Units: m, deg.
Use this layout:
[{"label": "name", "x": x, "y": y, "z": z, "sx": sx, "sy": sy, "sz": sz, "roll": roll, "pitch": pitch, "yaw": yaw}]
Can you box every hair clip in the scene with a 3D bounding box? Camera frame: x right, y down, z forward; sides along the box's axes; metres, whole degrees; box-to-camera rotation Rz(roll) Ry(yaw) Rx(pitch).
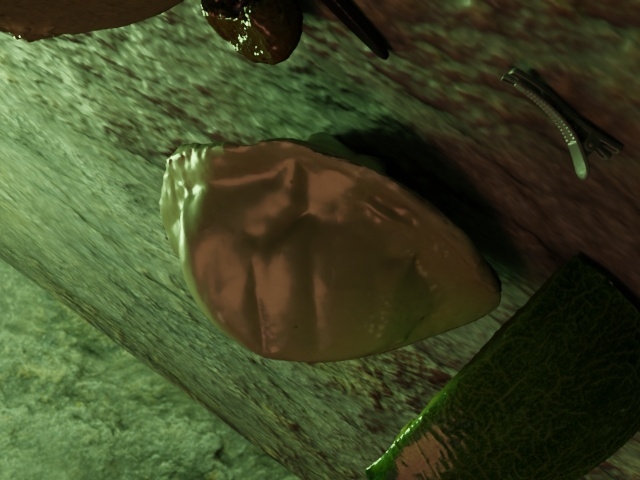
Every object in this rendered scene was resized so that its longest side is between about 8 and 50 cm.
[{"label": "hair clip", "x": 0.194, "y": -0.098, "z": 1.167, "sx": 0.115, "sy": 0.039, "sz": 0.030, "roll": 41, "pitch": 156, "yaw": -5}]

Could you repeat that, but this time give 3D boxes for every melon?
[{"label": "melon", "x": 0.193, "y": 0.177, "z": 1.426, "sx": 0.196, "sy": 0.323, "sz": 0.124, "roll": 48, "pitch": 180, "yaw": -22}]

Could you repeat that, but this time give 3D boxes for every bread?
[{"label": "bread", "x": -0.056, "y": -0.208, "z": 1.327, "sx": 0.113, "sy": 0.060, "sz": 0.082, "roll": 21, "pitch": 156, "yaw": 45}]

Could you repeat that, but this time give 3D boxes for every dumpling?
[{"label": "dumpling", "x": 0.000, "y": 0.000, "z": 1.486, "sx": 0.395, "sy": 0.233, "sz": 0.315, "roll": 19, "pitch": 156, "yaw": 10}]

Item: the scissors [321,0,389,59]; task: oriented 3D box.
[{"label": "scissors", "x": -0.012, "y": -0.238, "z": 1.242, "sx": 0.220, "sy": 0.017, "sz": 0.088, "roll": 44, "pitch": 160, "yaw": -23}]

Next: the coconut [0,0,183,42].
[{"label": "coconut", "x": -0.149, "y": -0.307, "z": 0.825, "sx": 0.346, "sy": 0.360, "sz": 0.346, "roll": 6, "pitch": 123, "yaw": 10}]
